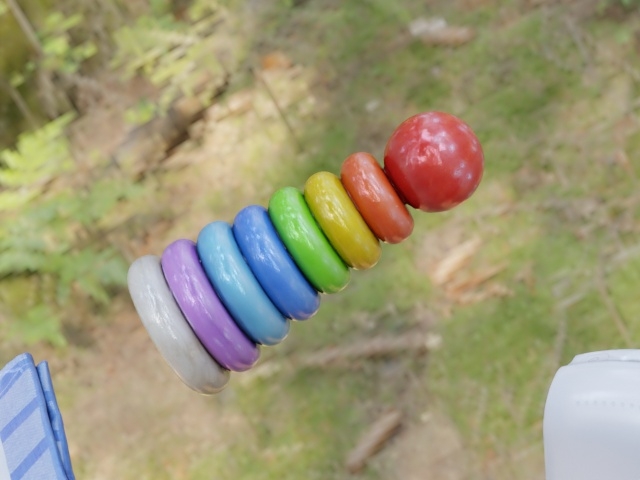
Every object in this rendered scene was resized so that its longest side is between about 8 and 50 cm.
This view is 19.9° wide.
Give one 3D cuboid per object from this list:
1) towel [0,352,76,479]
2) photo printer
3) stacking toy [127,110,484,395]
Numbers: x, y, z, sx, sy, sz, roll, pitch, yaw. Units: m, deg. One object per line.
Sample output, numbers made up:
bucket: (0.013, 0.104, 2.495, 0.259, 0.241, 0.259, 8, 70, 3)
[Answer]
towel: (-0.334, 0.246, 1.613, 0.285, 0.034, 0.209, -41, 37, 12)
photo printer: (0.312, 0.243, 1.541, 0.256, 0.307, 0.107, 12, 28, 38)
stacking toy: (0.000, 0.000, 1.615, 0.330, 0.141, 0.141, -31, 21, 5)
